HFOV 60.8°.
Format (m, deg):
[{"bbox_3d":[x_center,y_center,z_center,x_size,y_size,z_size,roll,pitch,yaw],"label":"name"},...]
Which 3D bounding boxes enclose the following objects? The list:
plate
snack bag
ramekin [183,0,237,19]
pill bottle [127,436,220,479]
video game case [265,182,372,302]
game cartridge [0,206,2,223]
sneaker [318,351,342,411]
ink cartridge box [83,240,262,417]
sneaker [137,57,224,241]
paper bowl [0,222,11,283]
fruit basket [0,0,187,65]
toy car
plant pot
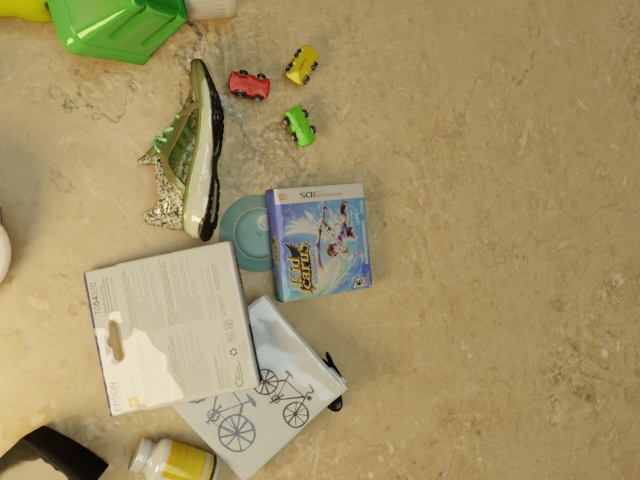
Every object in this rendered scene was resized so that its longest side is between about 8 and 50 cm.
[{"bbox_3d":[-0.149,-0.017,1.316,0.188,0.024,0.188,0,91,-18],"label":"plate"},{"bbox_3d":[-0.158,0.334,1.269,0.342,0.037,0.323,-41,96,-3],"label":"snack bag"},{"bbox_3d":[-0.259,-0.582,1.182,0.108,0.207,0.207,-15,96,-10],"label":"ramekin"},{"bbox_3d":[-0.326,0.505,1.218,0.184,0.103,0.103,28,82,-18],"label":"pill bottle"},{"bbox_3d":[0.000,0.000,1.335,0.244,0.061,0.270,-7,93,-25],"label":"video game case"},{"bbox_3d":[-0.706,-0.048,1.127,0.083,0.017,0.056,-3,95,-19],"label":"game cartridge"},{"bbox_3d":[0.025,0.352,1.345,0.051,0.089,0.170,-20,95,-19],"label":"sneaker"},{"bbox_3d":[-0.321,0.190,1.202,0.329,0.071,0.324,-11,88,0],"label":"ink cartridge box"},{"bbox_3d":[-0.316,-0.205,1.206,0.181,0.158,0.411,3,85,-2],"label":"sneaker"},{"bbox_3d":[-0.743,0.022,1.001,0.148,0.284,0.284,34,76,26],"label":"paper bowl"},{"bbox_3d":[-0.505,-0.541,1.105,0.391,0.283,0.393,5,102,22],"label":"fruit basket"},{"bbox_3d":[-0.082,-0.331,1.321,0.239,0.053,0.225,-27,99,-16],"label":"toy car"},{"bbox_3d":[-0.573,0.488,1.101,0.167,0.187,0.188,46,77,-1],"label":"plant pot"}]
